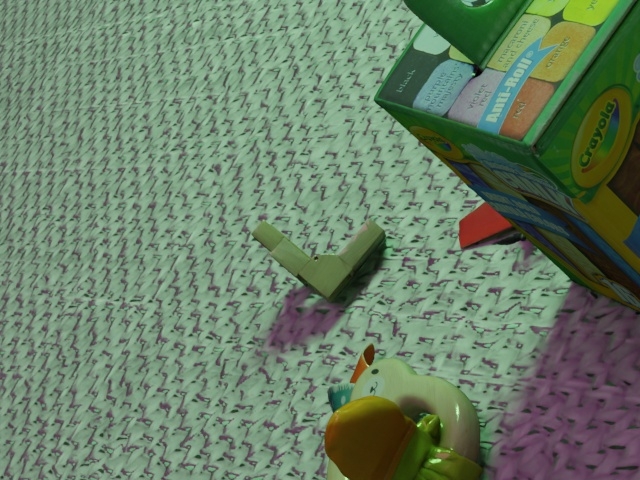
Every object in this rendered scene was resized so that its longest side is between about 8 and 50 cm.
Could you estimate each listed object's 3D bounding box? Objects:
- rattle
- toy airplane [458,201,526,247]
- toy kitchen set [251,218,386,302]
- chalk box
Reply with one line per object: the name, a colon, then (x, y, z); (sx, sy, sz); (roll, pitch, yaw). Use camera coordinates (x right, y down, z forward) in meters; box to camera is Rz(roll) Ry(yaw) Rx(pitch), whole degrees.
rattle: (0.017, 0.115, 1.111); (0.130, 0.143, 0.199); (-56, 33, 24)
toy airplane: (0.160, -0.056, 1.215); (0.151, 0.028, 0.151); (-37, 29, 25)
toy kitchen set: (0.000, 0.000, 1.326); (0.075, 0.083, 0.068); (-50, -10, -3)
chalk box: (0.174, -0.096, 0.991); (0.180, 0.289, 0.179); (-55, 33, -5)
